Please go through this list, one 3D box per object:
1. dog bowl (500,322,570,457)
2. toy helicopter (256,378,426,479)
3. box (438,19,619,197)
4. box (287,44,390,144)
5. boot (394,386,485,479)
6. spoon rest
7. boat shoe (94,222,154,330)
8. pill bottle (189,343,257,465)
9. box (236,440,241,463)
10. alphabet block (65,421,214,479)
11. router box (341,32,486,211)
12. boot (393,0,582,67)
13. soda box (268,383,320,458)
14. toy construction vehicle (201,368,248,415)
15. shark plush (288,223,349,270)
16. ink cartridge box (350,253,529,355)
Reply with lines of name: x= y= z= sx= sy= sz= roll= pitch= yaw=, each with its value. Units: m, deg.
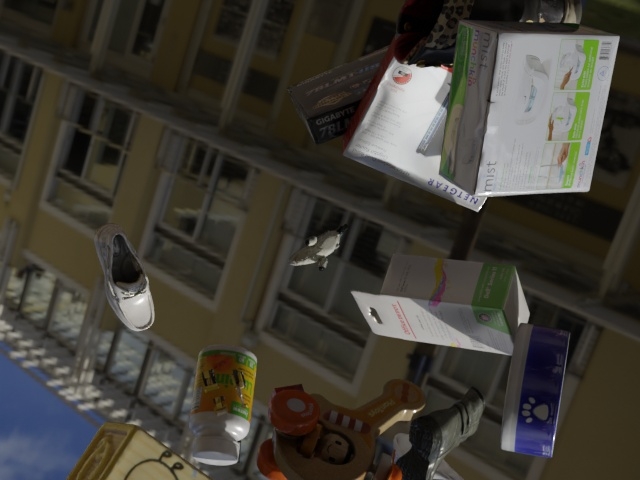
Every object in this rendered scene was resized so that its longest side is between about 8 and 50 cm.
dog bowl: x=0.442 y=0.306 z=1.904 sx=0.104 sy=0.265 sz=0.265 roll=8 pitch=-172 yaw=16
toy helicopter: x=0.076 y=0.332 z=1.589 sx=0.235 sy=0.140 sz=0.355 roll=33 pitch=-146 yaw=29
box: x=0.331 y=-0.212 z=1.491 sx=0.231 sy=0.262 sz=0.127 roll=-4 pitch=-157 yaw=-21
box: x=0.088 y=-0.342 z=2.123 sx=0.295 sy=0.073 sz=0.293 roll=-21 pitch=-153 yaw=-1
boot: x=0.239 y=0.397 z=1.785 sx=0.161 sy=0.247 sz=0.083 roll=-20 pitch=-130 yaw=-32
spoon rest: x=0.263 y=0.534 z=2.107 sx=0.137 sy=0.084 sz=0.276 roll=17 pitch=-155 yaw=-41
boat shoe: x=-0.453 y=0.098 z=2.168 sx=0.098 sy=0.277 sz=0.096 roll=-27 pitch=-157 yaw=-23
pill bottle: x=-0.222 y=0.371 z=2.084 sx=0.136 sy=0.246 sz=0.136 roll=3 pitch=150 yaw=2
box: x=-0.235 y=0.523 z=2.349 sx=0.052 sy=0.062 sz=0.083 roll=2 pitch=-172 yaw=-17
alphabet block: x=-0.343 y=0.465 z=1.696 sx=0.197 sy=0.192 sz=0.193 roll=40 pitch=153 yaw=-20
router box: x=0.257 y=-0.256 z=1.948 sx=0.335 sy=0.301 sz=0.082 roll=21 pitch=-153 yaw=-13
boot: x=0.257 y=-0.319 z=1.663 sx=0.284 sy=0.377 sz=0.138 roll=5 pitch=-129 yaw=-29
soda box: x=-0.056 y=0.515 z=2.446 sx=0.083 sy=0.092 sz=0.263 roll=-6 pitch=-129 yaw=-24
toy construction vehicle: x=-0.196 y=0.305 z=1.901 sx=0.085 sy=0.098 sz=0.035 roll=-15 pitch=165 yaw=1
shark plush: x=0.000 y=0.000 z=1.970 sx=0.067 sy=0.161 sz=0.073 roll=-15 pitch=119 yaw=52
ink cartridge box: x=0.267 y=0.138 z=2.070 sx=0.353 sy=0.119 sz=0.207 roll=6 pitch=147 yaw=27
